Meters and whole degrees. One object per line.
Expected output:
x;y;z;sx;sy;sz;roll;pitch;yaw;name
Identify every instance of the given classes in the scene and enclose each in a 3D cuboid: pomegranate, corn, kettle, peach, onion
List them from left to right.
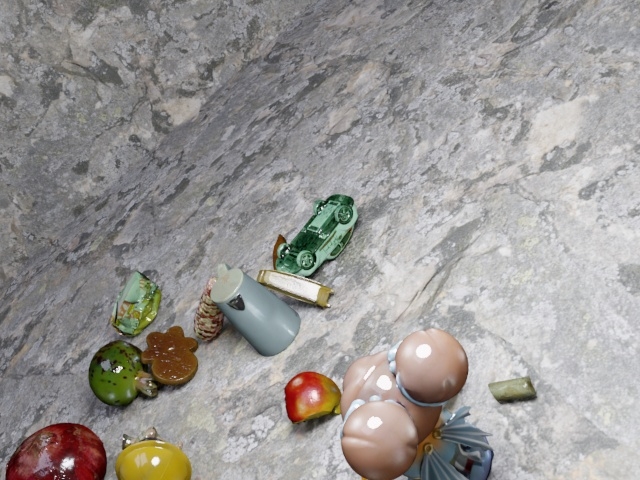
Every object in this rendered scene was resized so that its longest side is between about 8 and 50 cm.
-0.744;0.643;1.974;0.276;0.276;0.276;-26;36;21;onion
-0.605;0.419;2.174;0.247;0.202;0.202;11;54;15;pomegranate
-0.321;0.206;2.081;0.280;0.092;0.092;114;171;-48;corn
-0.193;0.176;1.963;0.160;0.243;0.211;-35;33;9;kettle
-0.018;0.374;1.691;0.151;0.151;0.118;-20;83;29;peach

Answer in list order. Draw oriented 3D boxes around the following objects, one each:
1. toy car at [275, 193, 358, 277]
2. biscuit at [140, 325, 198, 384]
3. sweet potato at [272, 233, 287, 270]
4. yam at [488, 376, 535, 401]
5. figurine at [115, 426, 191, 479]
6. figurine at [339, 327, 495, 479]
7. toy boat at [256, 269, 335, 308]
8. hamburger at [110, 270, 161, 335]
0.000;0.000;2.073;0.306;0.125;0.136;-53;34;-13;toy car
-0.458;0.355;2.148;0.179;0.039;0.236;-12;37;-17;biscuit
-0.122;0.071;2.181;0.057;0.057;0.265;-28;40;20;sweet potato
0.385;0.302;1.417;0.094;0.043;0.043;-20;39;31;yam
-0.438;0.586;1.821;0.257;0.192;0.167;171;112;-72;figurine
0.172;0.344;1.272;0.248;0.388;0.277;13;59;50;figurine
-0.072;0.133;1.966;0.226;0.088;0.068;16;80;9;toy boat
-0.631;0.221;2.463;0.235;0.125;0.214;-37;39;13;hamburger
